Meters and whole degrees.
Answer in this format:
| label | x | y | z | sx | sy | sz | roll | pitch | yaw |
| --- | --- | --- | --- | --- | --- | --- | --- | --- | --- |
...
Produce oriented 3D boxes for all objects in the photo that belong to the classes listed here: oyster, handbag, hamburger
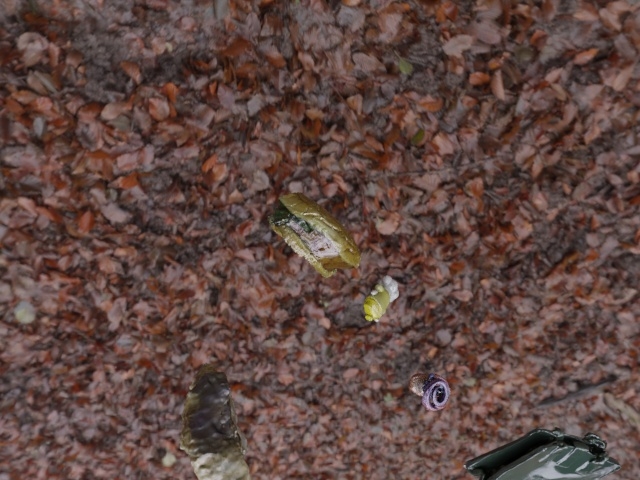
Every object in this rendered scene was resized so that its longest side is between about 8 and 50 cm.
| label | x | y | z | sx | sy | sz | roll | pitch | yaw |
| --- | --- | --- | --- | --- | --- | --- | --- | --- | --- |
| oyster | -0.248 | 0.405 | 1.102 | 0.166 | 0.342 | 0.110 | -13 | 133 | 2 |
| handbag | 0.501 | 0.518 | 1.107 | 0.247 | 0.079 | 0.260 | 20 | 126 | -22 |
| hamburger | 0.000 | 0.000 | 1.252 | 0.132 | 0.211 | 0.309 | -48 | 149 | -2 |

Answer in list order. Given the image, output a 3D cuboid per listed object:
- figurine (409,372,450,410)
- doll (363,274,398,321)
| label | x | y | z | sx | sy | sz | roll | pitch | yaw |
| --- | --- | --- | --- | --- | --- | --- | --- | --- | --- |
| figurine | 0.369 | 0.495 | 1.622 | 0.113 | 0.157 | 0.126 | -21 | 99 | -7 |
| doll | 0.179 | 0.170 | 1.431 | 0.062 | 0.162 | 0.106 | 10 | 122 | 33 |
